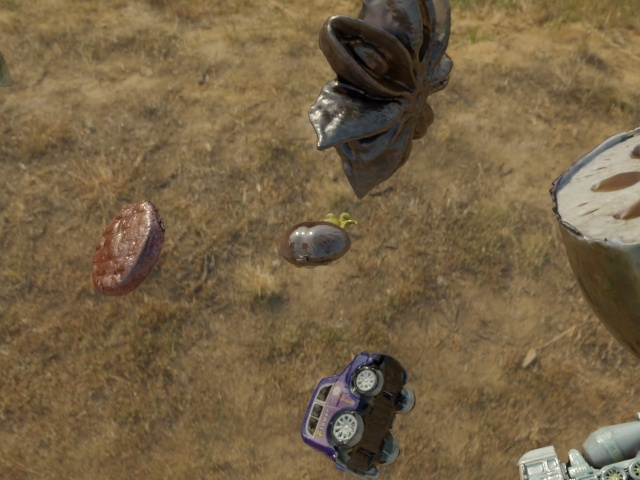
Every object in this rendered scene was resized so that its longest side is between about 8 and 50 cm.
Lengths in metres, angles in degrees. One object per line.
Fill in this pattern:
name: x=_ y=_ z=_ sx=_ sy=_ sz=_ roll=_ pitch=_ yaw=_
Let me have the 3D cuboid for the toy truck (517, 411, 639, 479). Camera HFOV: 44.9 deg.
toy truck: x=0.455 y=0.378 z=1.279 sx=0.257 sy=0.108 sz=0.140 roll=-19 pitch=40 yaw=15

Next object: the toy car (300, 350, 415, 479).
toy car: x=0.067 y=0.324 z=1.490 sx=0.158 sy=0.172 sz=0.235 roll=12 pitch=72 yaw=39

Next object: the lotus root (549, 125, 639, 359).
lotus root: x=0.345 y=0.003 z=0.658 sx=0.272 sy=0.272 sz=0.192 roll=-27 pitch=104 yaw=-18

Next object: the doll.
doll: x=0.008 y=0.000 z=1.512 sx=0.188 sy=0.096 sz=0.145 roll=-25 pitch=26 yaw=-36

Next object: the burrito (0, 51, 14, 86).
burrito: x=-0.358 y=-0.247 z=0.750 sx=0.063 sy=0.229 sz=0.058 roll=31 pitch=51 yaw=32

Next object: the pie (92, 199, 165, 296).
pie: x=-0.343 y=0.013 z=1.367 sx=0.182 sy=0.049 sz=0.182 roll=-26 pitch=49 yaw=35

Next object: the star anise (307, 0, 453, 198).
star anise: x=0.076 y=-0.184 z=0.942 sx=0.108 sy=0.315 sz=0.315 roll=29 pitch=61 yaw=20
